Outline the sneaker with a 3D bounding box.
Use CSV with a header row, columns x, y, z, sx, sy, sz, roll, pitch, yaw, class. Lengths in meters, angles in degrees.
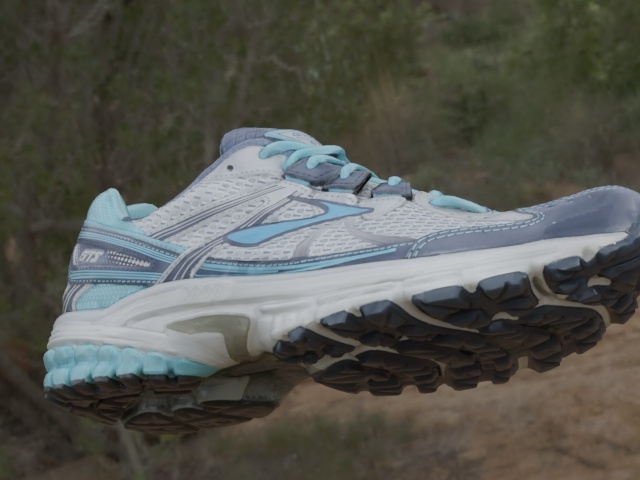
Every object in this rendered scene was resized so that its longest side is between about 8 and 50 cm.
x,y,z,sx,sy,sz,roll,pitch,yaw,class
0.000,0.000,0.543,0.283,0.122,0.110,-11,-24,25,sneaker
